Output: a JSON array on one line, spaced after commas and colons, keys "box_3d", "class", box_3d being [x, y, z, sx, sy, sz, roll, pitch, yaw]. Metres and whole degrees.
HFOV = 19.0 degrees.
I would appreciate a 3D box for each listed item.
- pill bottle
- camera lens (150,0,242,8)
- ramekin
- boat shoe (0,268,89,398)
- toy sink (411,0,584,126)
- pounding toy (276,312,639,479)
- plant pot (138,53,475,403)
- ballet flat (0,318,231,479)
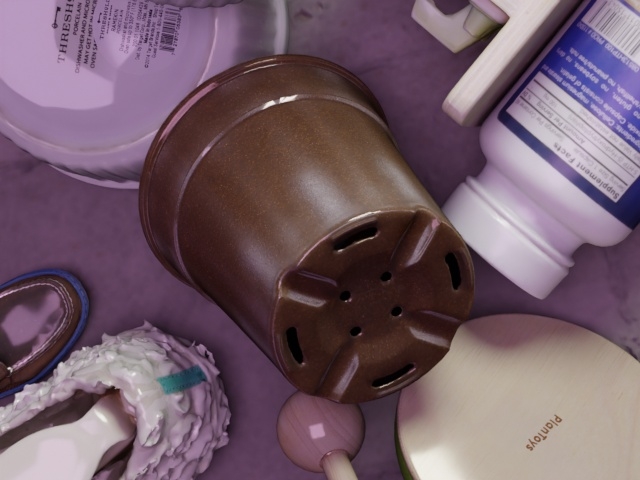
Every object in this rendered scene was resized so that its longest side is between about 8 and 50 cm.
[{"box_3d": [0.161, -0.062, 1.141, 0.112, 0.112, 0.187, 41, 99, 6], "class": "pill bottle"}, {"box_3d": [-0.048, -0.289, 1.033, 0.219, 0.219, 0.274, 42, 133, 6], "class": "camera lens"}, {"box_3d": [-0.129, -0.135, 1.193, 0.207, 0.109, 0.207, 0, 92, 10], "class": "ramekin"}, {"box_3d": [-0.231, 0.082, 1.241, 0.183, 0.066, 0.066, -35, 86, 10], "class": "boat shoe"}, {"box_3d": [0.113, -0.197, 1.125, 0.131, 0.153, 0.234, 40, 100, 6], "class": "toy sink"}, {"box_3d": [0.099, 0.154, 1.157, 0.236, 0.110, 0.183, -12, 55, -23], "class": "pounding toy"}, {"box_3d": [0.000, 0.000, 1.113, 0.167, 0.165, 0.167, -13, 123, -20], "class": "plant pot"}, {"box_3d": [-0.236, 0.195, 1.214, 0.409, 0.147, 0.147, -41, 85, 10], "class": "ballet flat"}]
